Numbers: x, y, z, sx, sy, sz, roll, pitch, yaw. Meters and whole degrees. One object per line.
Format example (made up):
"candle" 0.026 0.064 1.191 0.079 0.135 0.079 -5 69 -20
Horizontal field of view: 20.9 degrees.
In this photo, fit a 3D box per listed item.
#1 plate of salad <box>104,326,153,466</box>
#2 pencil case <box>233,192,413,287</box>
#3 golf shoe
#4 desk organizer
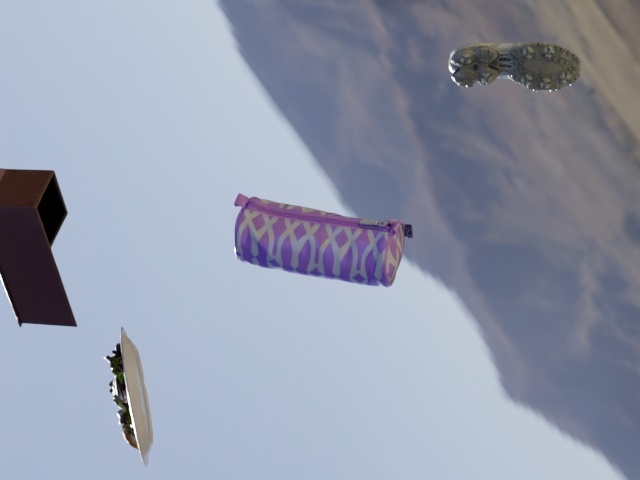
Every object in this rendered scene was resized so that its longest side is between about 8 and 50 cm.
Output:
"plate of salad" -0.270 0.220 2.428 0.200 0.048 0.200 170 90 -88
"pencil case" 0.000 0.000 2.048 0.088 0.206 0.086 82 -160 -47
"golf shoe" 0.258 -0.243 2.312 0.086 0.176 0.069 -96 11 -67
"desk organizer" -0.218 0.006 1.330 0.047 0.050 0.130 -71 -22 -44
